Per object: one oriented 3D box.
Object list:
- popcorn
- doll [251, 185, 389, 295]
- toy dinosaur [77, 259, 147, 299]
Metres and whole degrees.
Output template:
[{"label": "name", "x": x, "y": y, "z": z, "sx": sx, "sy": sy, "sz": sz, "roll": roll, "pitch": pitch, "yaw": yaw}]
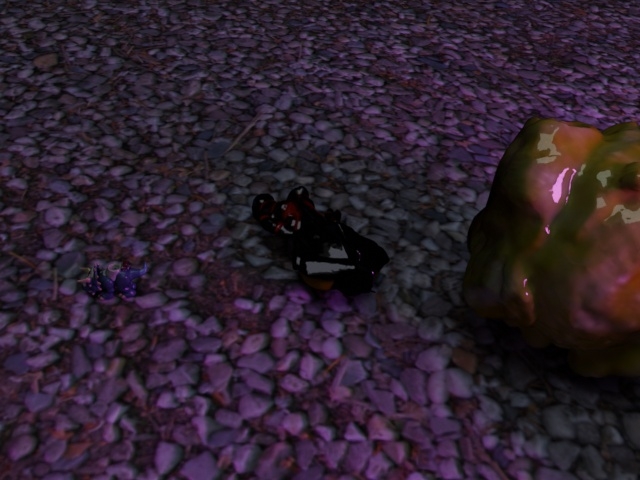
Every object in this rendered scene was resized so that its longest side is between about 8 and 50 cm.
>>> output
[{"label": "popcorn", "x": 0.334, "y": -0.008, "z": 0.791, "sx": 0.311, "sy": 0.312, "sz": 0.312, "roll": 4, "pitch": 39, "yaw": -3}, {"label": "doll", "x": 0.001, "y": 0.002, "z": 0.907, "sx": 0.127, "sy": 0.088, "sz": 0.248, "roll": -37, "pitch": 43, "yaw": -15}, {"label": "toy dinosaur", "x": -0.256, "y": 0.046, "z": 0.837, "sx": 0.083, "sy": 0.047, "sz": 0.031, "roll": -4, "pitch": 39, "yaw": -10}]
